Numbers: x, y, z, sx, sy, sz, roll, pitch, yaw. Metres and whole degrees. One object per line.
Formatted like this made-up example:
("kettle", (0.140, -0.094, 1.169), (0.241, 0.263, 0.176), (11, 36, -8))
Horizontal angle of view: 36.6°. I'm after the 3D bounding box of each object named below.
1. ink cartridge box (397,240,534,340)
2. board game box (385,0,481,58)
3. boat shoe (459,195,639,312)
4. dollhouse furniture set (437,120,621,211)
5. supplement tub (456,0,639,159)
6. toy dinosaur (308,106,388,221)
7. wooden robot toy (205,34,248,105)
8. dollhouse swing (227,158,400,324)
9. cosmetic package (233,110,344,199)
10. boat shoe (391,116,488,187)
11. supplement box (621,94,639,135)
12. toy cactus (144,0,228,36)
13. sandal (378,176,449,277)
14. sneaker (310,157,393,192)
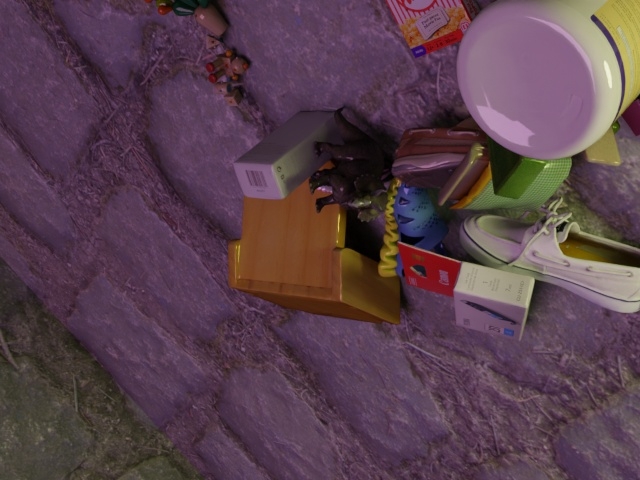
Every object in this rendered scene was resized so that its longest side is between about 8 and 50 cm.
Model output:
("ink cartridge box", (0.276, 0.106, 1.891), (0.261, 0.066, 0.296), (14, 165, 14))
("board game box", (0.186, -0.432, 1.696), (0.147, 0.045, 0.193), (-15, 111, 47))
("boat shoe", (0.430, -0.001, 1.762), (0.367, 0.136, 0.156), (24, 136, 24))
("dollhouse furniture set", (0.339, -0.091, 1.599), (0.197, 0.151, 0.301), (7, 146, -16))
("supplement tub", (0.374, -0.292, 1.407), (0.241, 0.331, 0.241), (25, 136, 27))
("toy dinosaur", (0.065, -0.136, 1.914), (0.160, 0.313, 0.121), (-4, 134, 11))
("wooden robot toy", (-0.194, -0.366, 2.098), (0.079, 0.076, 0.173), (6, 127, 27))
("dollhouse swing", (0.000, 0.000, 2.231), (0.347, 0.305, 0.315), (3, 165, 42))
("cosmetic package", (-0.059, -0.179, 1.994), (0.117, 0.231, 0.085), (8, 127, 41))
("boat shoe", (0.284, -0.172, 1.760), (0.324, 0.116, 0.123), (-1, 161, 22))
("supplement box", (0.519, -0.212, 1.538), (0.055, 0.083, 0.043), (54, 141, -6))
("toy cactus", (-0.268, -0.510, 2.040), (0.180, 0.112, 0.219), (43, 143, -24))
("sandal", (0.201, -0.039, 1.972), (0.138, 0.126, 0.317), (18, 139, 18))
("sneaker", (0.066, -0.144, 2.003), (0.178, 0.072, 0.077), (-1, 112, -7))
